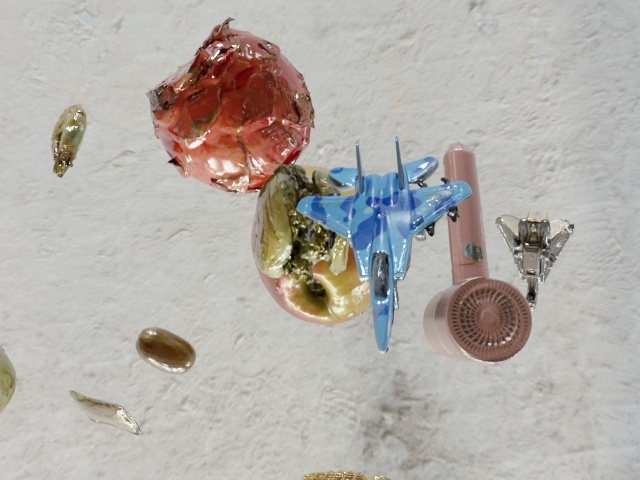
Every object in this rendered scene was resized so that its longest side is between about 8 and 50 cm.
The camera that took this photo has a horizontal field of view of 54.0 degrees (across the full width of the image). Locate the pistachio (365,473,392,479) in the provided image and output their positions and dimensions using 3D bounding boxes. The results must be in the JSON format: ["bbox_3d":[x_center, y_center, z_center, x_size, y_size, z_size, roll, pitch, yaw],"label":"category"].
[{"bbox_3d":[0.114,0.765,1.659,0.181,0.162,0.293,17,72,21],"label":"pistachio"}]

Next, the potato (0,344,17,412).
[{"bbox_3d":[-0.507,0.200,0.826,0.191,0.296,0.141,-24,108,-30],"label":"potato"}]

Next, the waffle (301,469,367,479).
[{"bbox_3d":[0.041,0.613,1.586,0.191,0.191,0.038,0,82,-3],"label":"waffle"}]

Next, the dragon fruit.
[{"bbox_3d":[-0.162,-0.236,1.160,0.295,0.295,0.302,-44,92,0],"label":"dragon fruit"}]

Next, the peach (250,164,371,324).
[{"bbox_3d":[-0.001,0.002,1.395,0.372,0.373,0.290,46,116,-4],"label":"peach"}]

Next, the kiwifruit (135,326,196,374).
[{"bbox_3d":[-0.303,0.218,1.235,0.124,0.075,0.075,33,91,-17],"label":"kiwifruit"}]

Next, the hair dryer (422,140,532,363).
[{"bbox_3d":[0.233,0.015,1.005,0.125,0.210,0.353,-2,81,-1],"label":"hair dryer"}]

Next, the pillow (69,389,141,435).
[{"bbox_3d":[-0.546,0.438,1.593,0.217,0.033,0.130,4,130,31],"label":"pillow"}]

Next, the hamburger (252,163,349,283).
[{"bbox_3d":[-0.031,-0.033,0.862,0.131,0.159,0.185,-4,57,-1],"label":"hamburger"}]

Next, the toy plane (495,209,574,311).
[{"bbox_3d":[0.586,0.076,1.738,0.204,0.103,0.316,7,115,26],"label":"toy plane"}]

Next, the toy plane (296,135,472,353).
[{"bbox_3d":[0.058,0.004,0.569,0.169,0.078,0.247,-5,50,9],"label":"toy plane"}]

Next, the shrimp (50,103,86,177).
[{"bbox_3d":[-0.609,-0.235,1.502,0.115,0.051,0.217,-27,53,31],"label":"shrimp"}]
